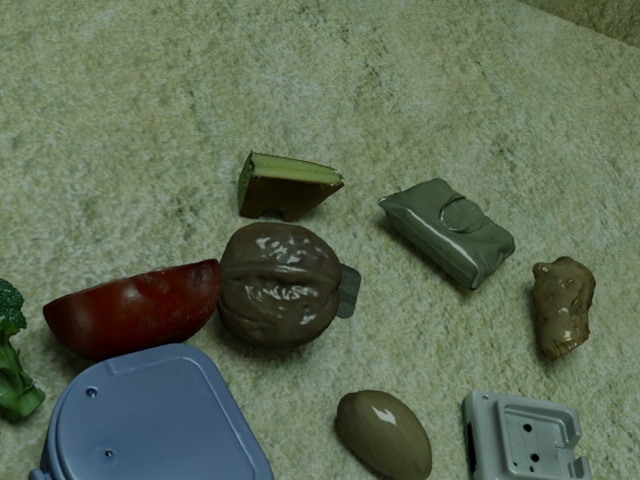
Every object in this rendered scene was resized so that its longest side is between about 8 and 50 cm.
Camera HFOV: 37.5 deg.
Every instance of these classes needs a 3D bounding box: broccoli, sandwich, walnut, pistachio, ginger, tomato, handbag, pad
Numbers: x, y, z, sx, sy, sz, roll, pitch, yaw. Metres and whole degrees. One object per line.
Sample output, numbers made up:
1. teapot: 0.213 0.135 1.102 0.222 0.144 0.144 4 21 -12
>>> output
1. broccoli: -0.585 0.196 1.608 0.254 0.269 0.269 -37 63 1
2. sandwich: -0.074 -0.126 2.220 0.235 0.128 0.122 8 42 -21
3. walnut: -0.090 0.091 1.919 0.273 0.273 0.227 18 7 -10
4. pistachio: 0.130 0.378 1.831 0.226 0.136 0.136 44 44 7
5. ginger: 0.582 0.158 2.260 0.190 0.126 0.354 38 37 -18
6. tomato: -0.329 0.140 1.737 0.338 0.338 0.144 -15 85 -36
7. handbag: 0.314 -0.027 2.327 0.316 0.109 0.253 41 39 16
8. pad: -0.006 0.010 2.167 0.250 0.055 0.323 22 60 -5

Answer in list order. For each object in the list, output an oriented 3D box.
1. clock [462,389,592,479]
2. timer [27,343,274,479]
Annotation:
1. clock: 0.421 0.429 1.924 0.231 0.116 0.262 14 43 -13
2. timer: -0.298 0.376 1.574 0.395 0.173 0.395 15 45 -15
